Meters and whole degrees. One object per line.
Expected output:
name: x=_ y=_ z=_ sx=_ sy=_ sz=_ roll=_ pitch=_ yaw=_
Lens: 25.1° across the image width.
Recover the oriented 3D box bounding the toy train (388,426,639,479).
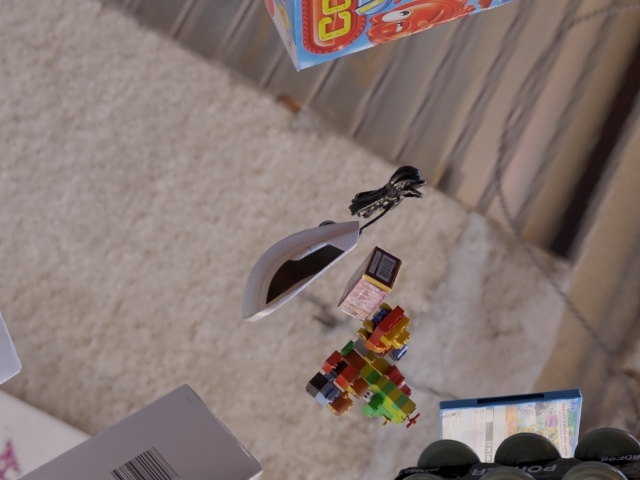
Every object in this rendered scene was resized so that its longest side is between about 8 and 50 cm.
toy train: x=0.216 y=0.307 z=1.494 sx=0.142 sy=0.334 sz=0.190 roll=-39 pitch=119 yaw=-66

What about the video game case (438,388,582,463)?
video game case: x=0.224 y=0.227 z=1.709 sx=0.015 sy=0.166 sz=0.119 roll=-96 pitch=-179 yaw=-48

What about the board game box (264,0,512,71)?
board game box: x=0.101 y=-0.303 z=1.182 sx=0.308 sy=0.302 sz=0.086 roll=88 pitch=-19 yaw=-61

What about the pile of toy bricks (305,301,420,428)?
pile of toy bricks: x=0.058 y=0.150 z=1.462 sx=0.118 sy=0.105 sz=0.212 roll=-45 pitch=172 yaw=-19

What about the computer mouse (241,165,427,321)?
computer mouse: x=0.000 y=0.000 z=1.242 sx=0.193 sy=0.042 sz=0.106 roll=-38 pitch=-172 yaw=-21

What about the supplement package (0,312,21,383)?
supplement package: x=-0.423 y=0.046 z=1.181 sx=0.199 sy=0.198 sz=0.262 roll=-33 pitch=-150 yaw=-33

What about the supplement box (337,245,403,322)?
supplement box: x=0.063 y=0.056 z=1.817 sx=0.083 sy=0.043 sz=0.055 roll=-54 pitch=-171 yaw=46

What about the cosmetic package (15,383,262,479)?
cosmetic package: x=-0.206 y=0.304 z=1.511 sx=0.224 sy=0.138 sz=0.225 roll=-28 pitch=152 yaw=-36
